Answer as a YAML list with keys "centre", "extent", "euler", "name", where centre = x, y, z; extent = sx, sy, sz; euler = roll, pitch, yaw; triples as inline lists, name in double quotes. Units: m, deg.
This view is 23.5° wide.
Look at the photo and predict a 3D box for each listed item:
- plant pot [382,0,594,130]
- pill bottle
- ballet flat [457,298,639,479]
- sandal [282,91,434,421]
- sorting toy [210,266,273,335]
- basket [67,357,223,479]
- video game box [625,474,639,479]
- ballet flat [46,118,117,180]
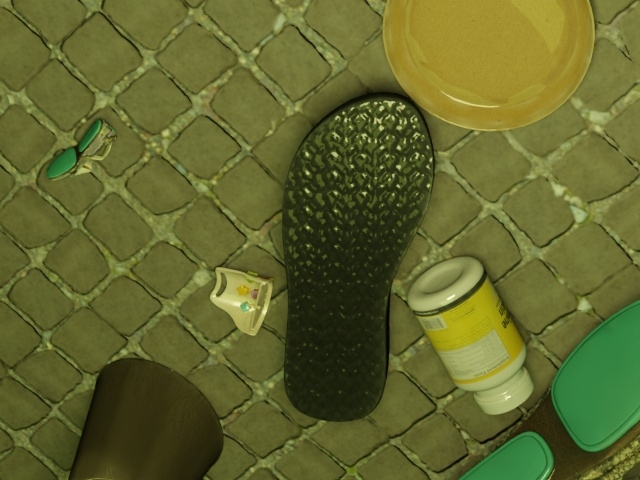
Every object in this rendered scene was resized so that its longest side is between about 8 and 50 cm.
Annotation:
- centre: [0.188, -0.236, 1.723]
  extent: [0.236, 0.032, 0.236]
  euler: [5, 120, 9]
  name: "plant pot"
- centre: [0.188, 0.118, 1.876]
  extent: [0.103, 0.103, 0.184]
  euler: [-22, 112, 22]
  name: "pill bottle"
- centre: [0.324, 0.254, 1.888]
  extent: [0.182, 0.164, 0.483]
  euler: [24, 117, -37]
  name: "ballet flat"
- centre: [0.030, 0.012, 1.847]
  extent: [0.167, 0.107, 0.446]
  euler: [11, 120, 0]
  name: "sandal"
- centre: [-0.103, 0.066, 1.949]
  extent: [0.075, 0.045, 0.083]
  euler: [20, 121, 10]
  name: "sorting toy"
- centre: [-0.239, 0.293, 1.993]
  extent: [0.154, 0.227, 0.204]
  euler: [-35, 107, 26]
  name: "basket"
- centre: [0.367, 0.432, 1.987]
  extent: [0.205, 0.048, 0.187]
  euler: [-30, 84, 14]
  name: "video game box"
- centre: [-0.291, -0.104, 1.898]
  extent: [0.041, 0.041, 0.114]
  euler: [44, 119, -13]
  name: "ballet flat"
